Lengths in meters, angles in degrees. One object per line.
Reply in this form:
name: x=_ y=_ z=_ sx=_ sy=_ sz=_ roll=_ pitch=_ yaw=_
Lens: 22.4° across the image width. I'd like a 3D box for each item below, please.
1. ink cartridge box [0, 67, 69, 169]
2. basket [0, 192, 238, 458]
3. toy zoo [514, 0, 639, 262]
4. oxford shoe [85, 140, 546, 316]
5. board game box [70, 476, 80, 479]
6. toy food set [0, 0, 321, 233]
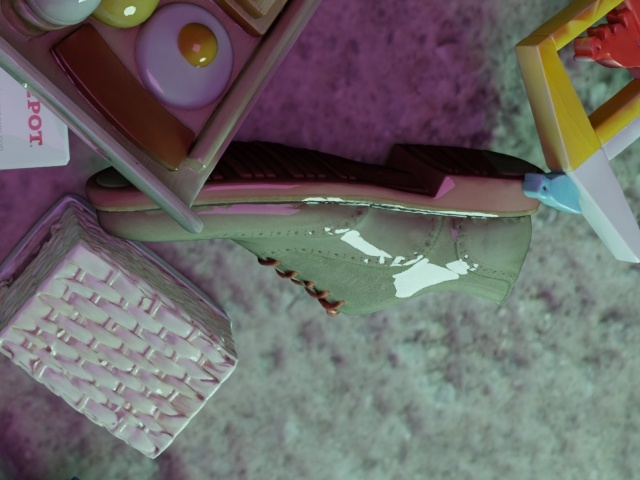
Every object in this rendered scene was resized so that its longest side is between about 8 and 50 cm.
ink cartridge box: x=-0.277 y=-0.124 z=1.102 sx=0.203 sy=0.086 sz=0.148 roll=-5 pitch=107 yaw=-12
basket: x=-0.151 y=0.065 z=1.181 sx=0.167 sy=0.103 sz=0.113 roll=39 pitch=94 yaw=-22
toy zoo: x=0.262 y=-0.118 z=1.225 sx=0.293 sy=0.030 sz=0.192 roll=-37 pitch=112 yaw=-22
oxford shoe: x=0.000 y=0.000 z=1.193 sx=0.348 sy=0.123 sz=0.130 roll=2 pitch=108 yaw=-15
board game box: x=-0.189 y=0.301 z=1.175 sx=0.210 sy=0.047 sz=0.160 roll=-47 pitch=112 yaw=-3
toy food set: x=-0.089 y=-0.186 z=1.070 sx=0.220 sy=0.092 sz=0.306 roll=42 pitch=61 yaw=-21
